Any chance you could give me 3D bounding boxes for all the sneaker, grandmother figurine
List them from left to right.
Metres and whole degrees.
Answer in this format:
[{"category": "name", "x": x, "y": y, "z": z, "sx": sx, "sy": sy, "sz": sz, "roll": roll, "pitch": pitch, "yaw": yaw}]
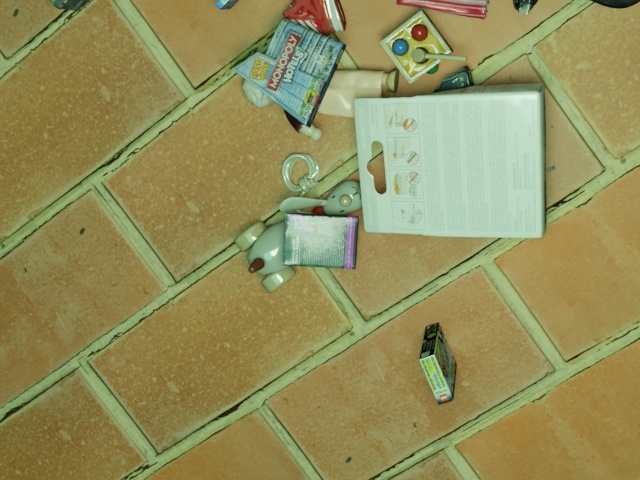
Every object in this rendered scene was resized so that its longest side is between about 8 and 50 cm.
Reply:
[{"category": "sneaker", "x": -0.037, "y": -0.536, "z": 1.887, "sx": 0.128, "sy": 0.087, "sz": 0.221, "roll": -17, "pitch": 99, "yaw": 13}, {"category": "grandmother figurine", "x": -0.008, "y": -0.321, "z": 1.934, "sx": 0.342, "sy": 0.104, "sz": 0.207, "roll": 8, "pitch": 78, "yaw": 12}, {"category": "sneaker", "x": 0.348, "y": -0.287, "z": 1.874, "sx": 0.226, "sy": 0.086, "sz": 0.163, "roll": 0, "pitch": 107, "yaw": 12}]

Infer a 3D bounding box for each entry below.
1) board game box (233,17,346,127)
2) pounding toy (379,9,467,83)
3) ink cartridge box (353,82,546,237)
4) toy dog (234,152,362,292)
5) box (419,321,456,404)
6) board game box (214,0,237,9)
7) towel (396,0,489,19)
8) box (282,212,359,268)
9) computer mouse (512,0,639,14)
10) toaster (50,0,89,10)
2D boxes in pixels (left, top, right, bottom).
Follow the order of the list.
[{"category": "board game box", "x": -0.074, "y": -0.366, "z": 1.866, "sx": 0.194, "sy": 0.060, "sz": 0.194, "roll": 24, "pitch": 94, "yaw": 8}, {"category": "pounding toy", "x": 0.219, "y": -0.401, "z": 1.862, "sx": 0.130, "sy": 0.100, "sz": 0.141, "roll": -36, "pitch": 95, "yaw": 17}, {"category": "ink cartridge box", "x": 0.275, "y": -0.164, "z": 1.853, "sx": 0.385, "sy": 0.091, "sz": 0.308, "roll": 2, "pitch": 112, "yaw": 20}, {"category": "toy dog", "x": -0.058, "y": -0.016, "z": 1.981, "sx": 0.220, "sy": 0.161, "sz": 0.333, "roll": 33, "pitch": 108, "yaw": 1}, {"category": "box", "x": 0.264, "y": 0.270, "z": 1.968, "sx": 0.036, "sy": 0.207, "sz": 0.114, "roll": -21, "pitch": 100, "yaw": 15}, {"category": "board game box", "x": -0.182, "y": -0.537, "z": 1.910, "sx": 0.090, "sy": 0.090, "sz": 0.020, "roll": -43, "pitch": 95, "yaw": 18}, {"category": "towel", "x": 0.277, "y": -0.613, "z": 1.835, "sx": 0.199, "sy": 0.031, "sz": 0.274, "roll": 12, "pitch": 106, "yaw": 9}, {"category": "box", "x": 0.000, "y": 0.000, "z": 1.919, "sx": 0.162, "sy": 0.029, "sz": 0.116, "roll": 3, "pitch": 97, "yaw": -5}, {"category": "computer mouse", "x": 0.534, "y": -0.537, "z": 1.782, "sx": 0.272, "sy": 0.072, "sz": 0.188, "roll": 11, "pitch": 105, "yaw": 8}, {"category": "toaster", "x": -0.537, "y": -0.625, "z": 1.938, "sx": 0.227, "sy": 0.129, "sz": 0.146, "roll": -39, "pitch": 92, "yaw": 19}]
